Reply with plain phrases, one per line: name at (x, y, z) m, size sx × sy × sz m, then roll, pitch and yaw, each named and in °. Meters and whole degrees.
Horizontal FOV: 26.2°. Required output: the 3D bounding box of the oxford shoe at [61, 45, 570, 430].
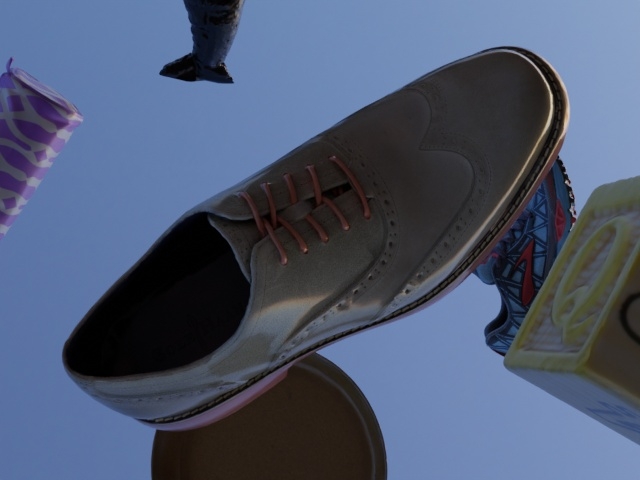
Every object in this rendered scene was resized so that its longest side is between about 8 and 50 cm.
oxford shoe at (0.000, 0.000, 0.941) m, size 0.140 × 0.397 × 0.146 m, roll 53°, pitch -174°, yaw 18°

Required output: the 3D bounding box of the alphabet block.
alphabet block at (0.299, 0.072, 1.132) m, size 0.197 × 0.193 × 0.192 m, roll 31°, pitch -101°, yaw -7°

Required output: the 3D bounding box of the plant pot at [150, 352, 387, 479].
plant pot at (-0.046, 0.212, 1.291) m, size 0.236 × 0.236 × 0.032 m, roll 60°, pitch -165°, yaw 14°

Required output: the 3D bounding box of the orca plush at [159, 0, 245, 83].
orca plush at (-0.144, -0.313, 1.522) m, size 0.151 × 0.287 × 0.102 m, roll 31°, pitch -153°, yaw 26°

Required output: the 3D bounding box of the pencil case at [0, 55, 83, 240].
pencil case at (-0.305, -0.060, 1.263) m, size 0.088 × 0.086 × 0.206 m, roll 35°, pitch -88°, yaw -11°

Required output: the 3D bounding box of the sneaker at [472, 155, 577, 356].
sneaker at (0.240, 0.017, 1.638) m, size 0.125 × 0.104 × 0.262 m, roll 1°, pitch -86°, yaw 3°
